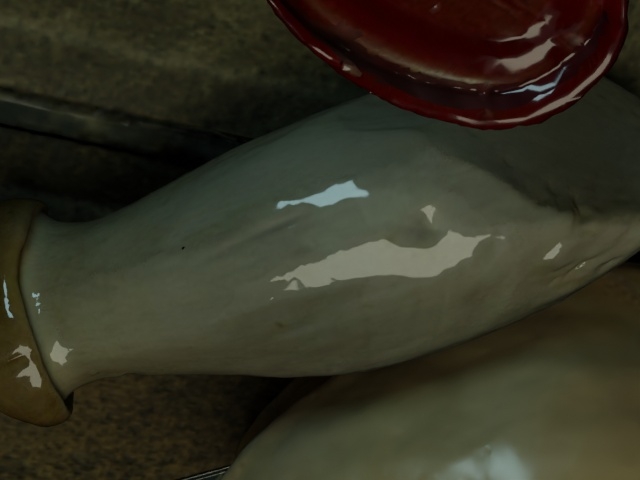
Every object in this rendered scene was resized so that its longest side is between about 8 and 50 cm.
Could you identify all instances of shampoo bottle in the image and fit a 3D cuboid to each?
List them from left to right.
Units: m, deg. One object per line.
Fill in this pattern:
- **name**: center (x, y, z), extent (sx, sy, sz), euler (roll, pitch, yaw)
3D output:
- **shampoo bottle**: center (0.010, -0.158, 0.544), extent (0.118, 0.314, 0.076), euler (28, 119, -27)

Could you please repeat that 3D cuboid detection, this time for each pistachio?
- **pistachio**: center (0.095, 0.129, 0.867), extent (0.309, 0.230, 0.230), euler (-13, 130, 9)

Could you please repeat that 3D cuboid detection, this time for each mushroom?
- **mushroom**: center (0.000, 0.000, 0.796), extent (0.350, 0.128, 0.128), euler (-13, 130, 5)

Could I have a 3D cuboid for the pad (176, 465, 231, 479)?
- **pad**: center (0.003, 0.208, 1.044), extent (0.164, 0.004, 0.243), euler (-17, 130, 6)
